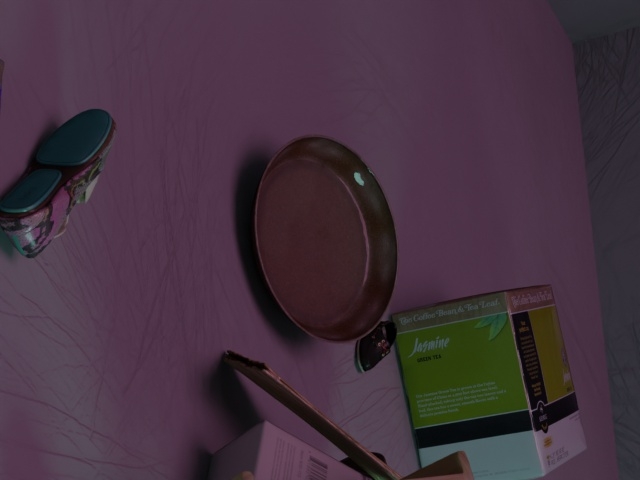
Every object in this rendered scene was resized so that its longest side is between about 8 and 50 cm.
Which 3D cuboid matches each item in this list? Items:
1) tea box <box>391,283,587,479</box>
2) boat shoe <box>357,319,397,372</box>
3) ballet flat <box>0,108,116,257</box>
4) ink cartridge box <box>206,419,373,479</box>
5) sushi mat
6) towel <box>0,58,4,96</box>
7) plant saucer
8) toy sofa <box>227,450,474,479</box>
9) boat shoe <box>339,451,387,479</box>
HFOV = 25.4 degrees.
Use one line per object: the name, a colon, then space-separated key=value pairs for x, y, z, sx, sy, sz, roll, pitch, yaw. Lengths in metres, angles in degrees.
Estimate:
tea box: x=0.308 y=0.256 z=2.541 sx=0.329 sy=0.220 sz=0.323 roll=1 pitch=78 yaw=-67
boat shoe: x=0.092 y=0.170 z=2.320 sx=0.133 sy=0.042 sz=0.049 roll=-55 pitch=130 yaw=-59
ballet flat: x=-0.285 y=-0.058 z=1.556 sx=0.221 sy=0.077 sz=0.079 roll=-64 pitch=154 yaw=-50
ink cartridge box: x=-0.006 y=0.383 z=1.747 sx=0.283 sy=0.117 sz=0.207 roll=33 pitch=42 yaw=-24
sushi mat: x=0.014 y=0.250 z=1.859 sx=0.316 sy=0.151 sz=0.019 roll=41 pitch=77 yaw=-18
towel: x=-0.357 y=-0.168 z=1.511 sx=0.060 sy=0.009 sz=0.083 roll=44 pitch=39 yaw=-53
plant saucer: x=0.000 y=0.000 z=2.098 sx=0.311 sy=0.050 sz=0.310 roll=13 pitch=72 yaw=-44
toy sofa: x=0.027 y=0.351 z=1.592 sx=0.363 sy=0.150 sz=0.177 roll=3 pitch=61 yaw=-42
boat shoe: x=0.020 y=0.418 z=1.953 sx=0.307 sy=0.111 sz=0.104 roll=-52 pitch=128 yaw=-49
